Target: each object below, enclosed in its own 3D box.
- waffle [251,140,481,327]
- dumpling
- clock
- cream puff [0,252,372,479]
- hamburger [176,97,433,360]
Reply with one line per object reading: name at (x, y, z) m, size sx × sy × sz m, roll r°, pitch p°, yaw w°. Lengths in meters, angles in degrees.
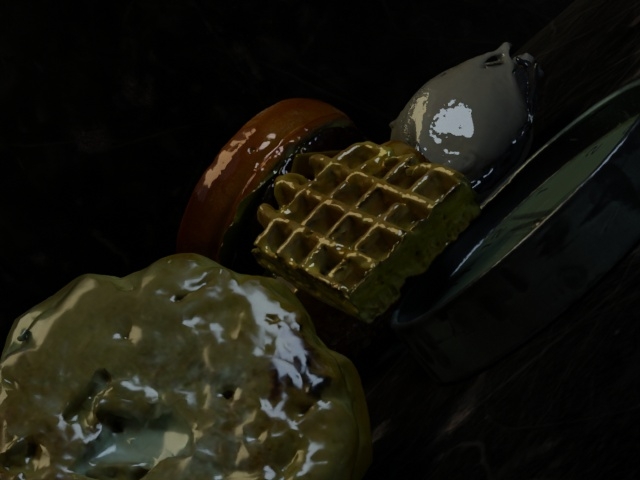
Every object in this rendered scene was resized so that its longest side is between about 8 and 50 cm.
waffle at (0.027, -0.022, 1.354) m, size 0.160 × 0.055 × 0.211 m, roll -44°, pitch 37°, yaw -14°
dumpling at (0.184, -0.113, 1.833) m, size 0.293 × 0.163 × 0.204 m, roll -47°, pitch -28°, yaw -26°
clock at (0.189, -0.011, 1.239) m, size 0.319 × 0.066 × 0.319 m, roll -44°, pitch 4°, yaw 4°
cream puff at (-0.117, 0.190, 1.118) m, size 0.257 × 0.291 × 0.324 m, roll 90°, pitch -158°, yaw -54°
hamburger at (0.000, 0.000, 1.567) m, size 0.291 × 0.225 × 0.291 m, roll -46°, pitch -24°, yaw -27°
